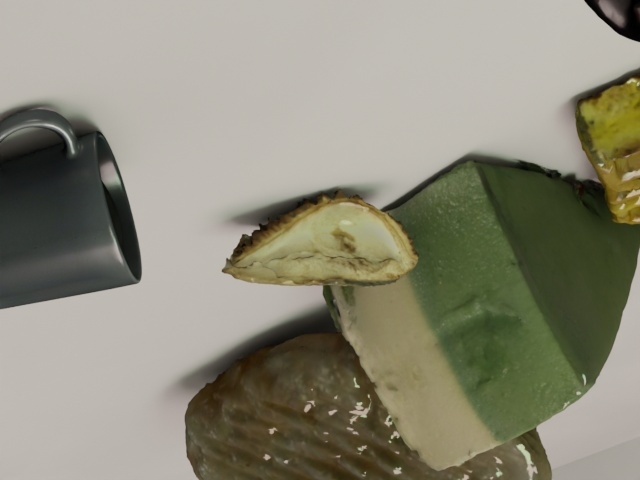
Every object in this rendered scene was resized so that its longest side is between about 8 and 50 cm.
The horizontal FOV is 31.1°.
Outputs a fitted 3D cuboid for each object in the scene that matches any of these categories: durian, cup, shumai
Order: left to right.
[{"bbox_3d":[-0.137,-0.016,0.557,0.077,0.078,0.100,-14,125,-1],"label":"cup"},{"bbox_3d":[-0.002,0.007,0.728,0.130,0.066,0.052,-1,154,-18],"label":"durian"},{"bbox_3d":[0.053,0.158,1.043,0.314,0.267,0.262,11,-157,10],"label":"shumai"}]

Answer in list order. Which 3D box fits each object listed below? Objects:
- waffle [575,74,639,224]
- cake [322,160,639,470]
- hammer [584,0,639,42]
[{"bbox_3d":[0.262,-0.067,0.783,0.160,0.055,0.211,-24,160,10],"label":"waffle"},{"bbox_3d":[0.161,0.060,0.858,0.158,0.172,0.283,-31,158,34],"label":"cake"},{"bbox_3d":[0.297,-0.164,0.534,0.242,0.095,0.409,-35,156,35],"label":"hammer"}]
